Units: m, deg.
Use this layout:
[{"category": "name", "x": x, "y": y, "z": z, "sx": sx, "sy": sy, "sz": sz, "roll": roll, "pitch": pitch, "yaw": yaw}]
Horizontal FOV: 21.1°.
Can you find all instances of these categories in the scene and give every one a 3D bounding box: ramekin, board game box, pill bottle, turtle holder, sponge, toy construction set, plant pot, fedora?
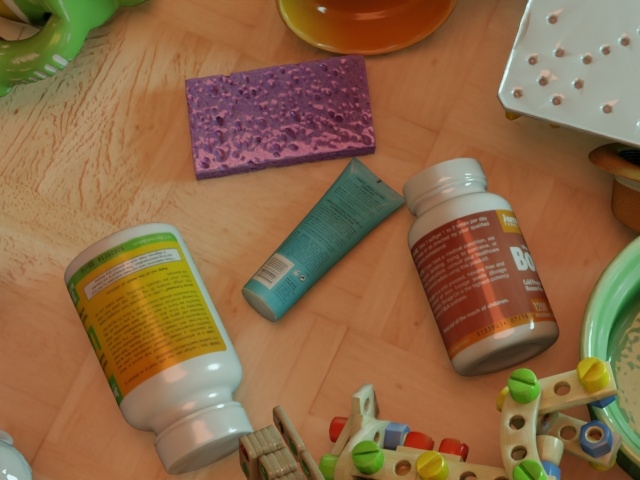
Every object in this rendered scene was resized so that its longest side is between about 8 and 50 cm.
[{"category": "ramekin", "x": 0.414, "y": 0.134, "z": 1.782, "sx": 0.303, "sy": 0.148, "sz": 0.303, "roll": -1, "pitch": 71, "yaw": 2}, {"category": "board game box", "x": 0.430, "y": -0.255, "z": 1.857, "sx": 0.390, "sy": 0.050, "sz": 0.390, "roll": 17, "pitch": 72, "yaw": 10}, {"category": "pill bottle", "x": 0.165, "y": 0.026, "z": 1.843, "sx": 0.121, "sy": 0.121, "sz": 0.216, "roll": -18, "pitch": 72, "yaw": -3}, {"category": "turtle holder", "x": -0.323, "y": -0.339, "z": 1.955, "sx": 0.227, "sy": 0.243, "sz": 0.320, "roll": 5, "pitch": 111, "yaw": 20}, {"category": "sponge", "x": -0.046, "y": -0.141, "z": 1.957, "sx": 0.210, "sy": 0.031, "sz": 0.117, "roll": -8, "pitch": 71, "yaw": -1}, {"category": "pill bottle", "x": -0.166, "y": 0.117, "z": 1.820, "sx": 0.136, "sy": 0.136, "sz": 0.246, "roll": -24, "pitch": 72, "yaw": -5}, {"category": "toy construction set", "x": 0.126, "y": 0.212, "z": 1.700, "sx": 0.327, "sy": 0.151, "sz": 0.215, "roll": -4, "pitch": 54, "yaw": 37}, {"category": "plant pot", "x": 0.046, "y": -0.346, "z": 1.947, "sx": 0.205, "sy": 0.205, "sz": 0.188, "roll": -5, "pitch": 55, "yaw": 1}, {"category": "fedora", "x": 0.379, "y": -0.046, "z": 1.861, "sx": 0.194, "sy": 0.194, "sz": 0.079, "roll": 14, "pitch": 109, "yaw": 7}]

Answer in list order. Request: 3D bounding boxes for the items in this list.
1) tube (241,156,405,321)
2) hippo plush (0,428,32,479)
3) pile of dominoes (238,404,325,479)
[{"category": "tube", "x": 0.000, "y": 0.000, "z": 1.902, "sx": 0.080, "sy": 0.052, "sz": 0.207, "roll": 41, "pitch": 73, "yaw": 9}, {"category": "hippo plush", "x": -0.418, "y": 0.265, "z": 1.749, "sx": 0.236, "sy": 0.294, "sz": 0.234, "roll": -19, "pitch": 39, "yaw": -23}, {"category": "pile of dominoes", "x": -0.010, "y": 0.300, "z": 1.692, "sx": 0.040, "sy": 0.196, "sz": 0.251, "roll": -21, "pitch": 54, "yaw": -17}]
